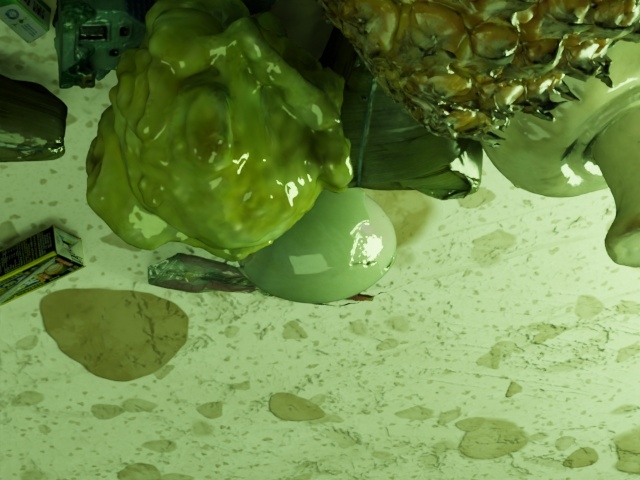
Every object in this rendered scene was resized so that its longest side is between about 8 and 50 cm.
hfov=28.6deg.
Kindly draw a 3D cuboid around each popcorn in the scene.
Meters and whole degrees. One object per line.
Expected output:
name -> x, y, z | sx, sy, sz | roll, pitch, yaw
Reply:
popcorn -> -0.116, -0.135, 1.433 | 0.312, 0.312, 0.312 | -3, 139, -3

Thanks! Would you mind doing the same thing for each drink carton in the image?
drink carton -> -0.428, 0.041, 1.820 | 0.165, 0.056, 0.071 | -25, 149, 20

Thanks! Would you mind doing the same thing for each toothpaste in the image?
toothpaste -> -0.385, -0.303, 1.451 | 0.037, 0.043, 0.178 | -28, 134, 20

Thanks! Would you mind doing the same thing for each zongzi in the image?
zongzi -> 0.008, -0.193, 1.564 | 0.360, 0.160, 0.323 | -2, 129, 15
zongzi -> -0.426, -0.193, 1.520 | 0.221, 0.112, 0.242 | -2, 138, -3

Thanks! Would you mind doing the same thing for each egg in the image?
egg -> 0.000, 0.000, 1.738 | 0.217, 0.183, 0.183 | 11, 136, -18

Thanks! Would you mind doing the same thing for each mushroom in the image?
mushroom -> 0.320, -0.157, 1.511 | 0.315, 0.356, 0.315 | 18, 173, 2

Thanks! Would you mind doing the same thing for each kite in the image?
kite -> -0.082, 0.067, 1.875 | 0.360, 0.022, 0.204 | 7, 163, -17

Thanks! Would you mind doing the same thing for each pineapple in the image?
pineapple -> 0.160, -0.266, 1.248 | 0.300, 0.352, 0.352 | -42, 131, 6

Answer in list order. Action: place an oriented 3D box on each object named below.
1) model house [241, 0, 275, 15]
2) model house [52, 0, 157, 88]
model house -> -0.088, -0.306, 1.481 | 0.078, 0.066, 0.083 | -4, 158, -18
model house -> -0.239, -0.251, 1.483 | 0.148, 0.119, 0.148 | -4, 139, -14
